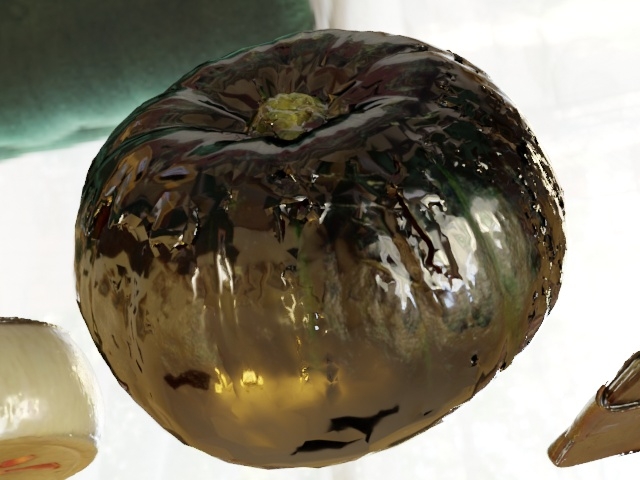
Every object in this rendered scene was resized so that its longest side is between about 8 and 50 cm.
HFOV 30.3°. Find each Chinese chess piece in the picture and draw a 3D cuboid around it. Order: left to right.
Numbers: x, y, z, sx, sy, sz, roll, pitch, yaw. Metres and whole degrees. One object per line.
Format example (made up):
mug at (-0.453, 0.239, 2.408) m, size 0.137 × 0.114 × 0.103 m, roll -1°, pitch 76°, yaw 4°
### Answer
Chinese chess piece at (-0.297, 0.151, 0.940) m, size 0.250 × 0.103 × 0.250 m, roll -17°, pitch 161°, yaw -6°

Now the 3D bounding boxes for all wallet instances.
wallet at (0.249, 0.110, 0.863) m, size 0.137 × 0.031 × 0.255 m, roll -17°, pitch 153°, yaw -15°

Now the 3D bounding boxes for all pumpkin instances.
pumpkin at (0.000, 0.000, 0.560) m, size 0.233 × 0.163 × 0.233 m, roll -8°, pitch -145°, yaw 6°
